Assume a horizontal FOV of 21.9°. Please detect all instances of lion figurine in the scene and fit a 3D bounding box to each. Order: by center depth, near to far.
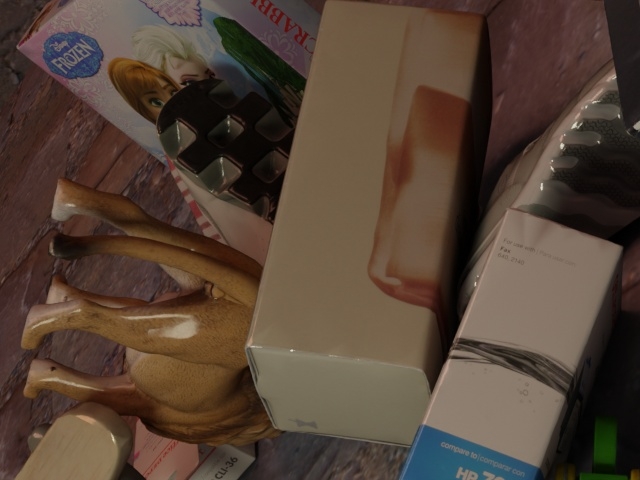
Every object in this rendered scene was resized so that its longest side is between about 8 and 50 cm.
[{"bbox_3d":[-0.103,0.075,1.295,0.392,0.240,0.142,120,163,-76],"label":"lion figurine"}]

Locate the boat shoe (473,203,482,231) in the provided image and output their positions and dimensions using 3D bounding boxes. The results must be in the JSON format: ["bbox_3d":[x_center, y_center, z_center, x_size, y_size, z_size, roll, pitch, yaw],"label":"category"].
[{"bbox_3d":[0.085,-0.015,1.378,0.137,0.043,0.049,-6,57,62],"label":"boat shoe"}]

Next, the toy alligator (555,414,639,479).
[{"bbox_3d":[0.163,0.190,0.965,0.051,0.056,0.189,82,-167,-49],"label":"toy alligator"}]

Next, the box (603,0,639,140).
[{"bbox_3d":[0.322,-0.221,0.933,0.312,0.179,0.343,-44,28,34],"label":"box"}]

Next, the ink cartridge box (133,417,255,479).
[{"bbox_3d":[-0.119,0.188,1.547,0.115,0.067,0.198,-50,23,26],"label":"ink cartridge box"}]

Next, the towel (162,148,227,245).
[{"bbox_3d":[-0.073,-0.025,1.568,0.029,0.197,0.144,-31,7,-30],"label":"towel"}]

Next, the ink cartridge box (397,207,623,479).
[{"bbox_3d":[0.122,0.095,1.036,0.139,0.082,0.190,62,-130,-69],"label":"ink cartridge box"}]

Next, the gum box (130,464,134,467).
[{"bbox_3d":[-0.270,0.332,1.738,0.184,0.041,0.157,-41,30,42],"label":"gum box"}]

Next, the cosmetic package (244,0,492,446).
[{"bbox_3d":[0.044,-0.014,1.222,0.153,0.129,0.296,77,-157,-62],"label":"cosmetic package"}]

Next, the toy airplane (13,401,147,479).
[{"bbox_3d":[-0.260,0.324,1.429,0.386,0.272,0.384,-4,92,49],"label":"toy airplane"}]

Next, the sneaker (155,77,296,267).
[{"bbox_3d":[0.000,0.000,1.393,0.122,0.146,0.330,-37,57,-15],"label":"sneaker"}]

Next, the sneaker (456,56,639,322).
[{"bbox_3d":[0.178,-0.059,1.145,0.281,0.105,0.115,-50,25,28],"label":"sneaker"}]

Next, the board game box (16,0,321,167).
[{"bbox_3d":[-0.092,-0.146,1.547,0.319,0.318,0.066,-21,35,59],"label":"board game box"}]
